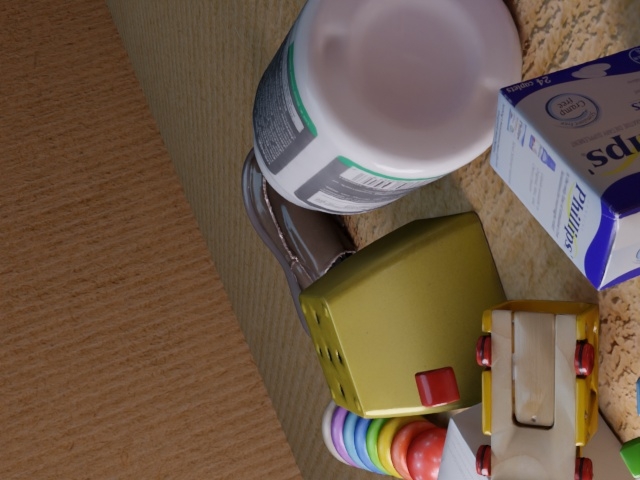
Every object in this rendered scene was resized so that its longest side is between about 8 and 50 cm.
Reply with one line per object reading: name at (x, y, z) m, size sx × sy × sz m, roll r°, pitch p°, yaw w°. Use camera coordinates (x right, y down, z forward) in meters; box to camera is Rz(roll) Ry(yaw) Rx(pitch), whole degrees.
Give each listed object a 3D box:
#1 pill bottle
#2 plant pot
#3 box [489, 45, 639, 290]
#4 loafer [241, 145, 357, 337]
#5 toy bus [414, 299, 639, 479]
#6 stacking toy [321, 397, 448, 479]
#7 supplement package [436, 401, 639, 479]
pill bottle at (0.041, -0.136, 0.986) m, size 0.361 × 0.204 × 0.204 m, roll 157°, pitch 93°, yaw -76°
plant pot at (0.094, 0.102, 1.146) m, size 0.212 × 0.187 × 0.212 m, roll 173°, pitch 78°, yaw -76°
box at (0.201, -0.053, 0.646) m, size 0.072 × 0.126 × 0.137 m, roll 88°, pitch 157°, yaw -47°
loafer at (0.000, 0.000, 1.556) m, size 0.130 × 0.134 × 0.366 m, roll 1°, pitch 122°, yaw 51°
toy bus at (0.201, 0.147, 0.876) m, size 0.191 × 0.202 × 0.104 m, roll 49°, pitch -157°, yaw 15°
stacking toy at (0.118, 0.307, 1.471) m, size 0.330 × 0.141 × 0.141 m, roll 6°, pitch 115°, yaw 71°
supplement package at (0.211, 0.265, 1.017) m, size 0.244 × 0.139 × 0.134 m, roll 91°, pitch 154°, yaw -53°
